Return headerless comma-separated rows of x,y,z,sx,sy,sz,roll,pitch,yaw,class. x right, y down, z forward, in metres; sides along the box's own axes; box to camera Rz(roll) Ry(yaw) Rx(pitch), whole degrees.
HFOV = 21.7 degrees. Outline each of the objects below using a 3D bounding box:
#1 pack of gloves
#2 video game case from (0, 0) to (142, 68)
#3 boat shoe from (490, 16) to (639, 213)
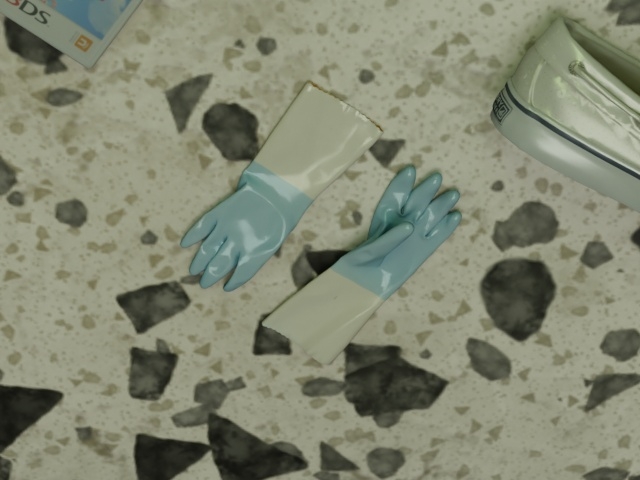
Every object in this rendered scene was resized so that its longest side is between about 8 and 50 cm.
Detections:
0.000,0.000,1.495,0.195,0.046,0.232,32,116,-20,pack of gloves
-0.208,-0.267,1.339,0.193,0.023,0.212,32,116,-19,video game case
0.338,-0.089,1.403,0.367,0.136,0.156,27,115,-5,boat shoe
